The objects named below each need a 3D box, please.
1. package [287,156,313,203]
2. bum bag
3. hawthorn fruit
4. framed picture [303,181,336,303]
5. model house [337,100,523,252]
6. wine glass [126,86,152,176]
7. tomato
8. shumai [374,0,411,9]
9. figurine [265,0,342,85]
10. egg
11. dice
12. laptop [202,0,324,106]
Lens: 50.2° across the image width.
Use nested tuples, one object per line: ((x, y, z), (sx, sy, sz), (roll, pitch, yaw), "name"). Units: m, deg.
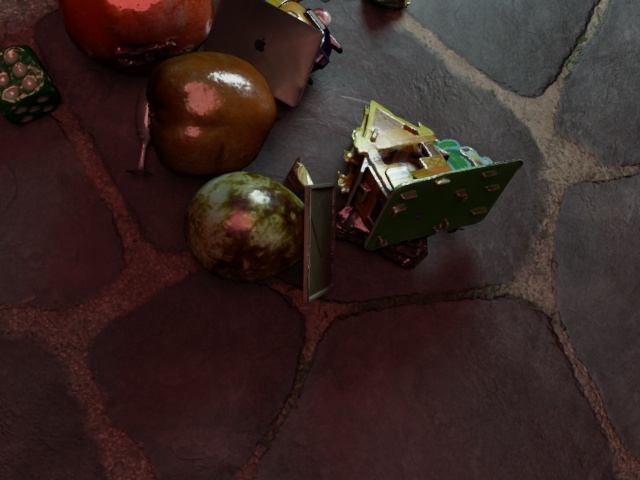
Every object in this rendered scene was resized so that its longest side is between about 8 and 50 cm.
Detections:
((-0.039, -0.121, 1.555), (0.031, 0.108, 0.121), (-25, 87, -18), "package")
((0.135, -0.017, 1.585), (0.248, 0.069, 0.102), (20, 115, -6), "bum bag")
((-0.222, -0.274, 1.474), (0.300, 0.268, 0.268), (-8, 84, -20), "hawthorn fruit")
((0.000, 0.000, 1.488), (0.016, 0.184, 0.250), (3, 98, 18), "framed picture")
((0.218, -0.188, 1.525), (0.357, 0.242, 0.313), (-14, 63, -22), "model house")
((-0.398, -0.247, 1.548), (0.066, 0.066, 0.198), (6, 83, -7), "wine glass")
((-0.396, -0.523, 1.467), (0.325, 0.293, 0.290), (-10, 84, -4), "tomato")
((0.177, -0.609, 1.664), (0.124, 0.087, 0.099), (40, 100, 42), "shumai")
((-0.081, -0.497, 1.577), (0.308, 0.143, 0.308), (10, 118, 20), "figurine")
((-0.149, -0.024, 1.467), (0.289, 0.238, 0.238), (14, 81, -24), "egg")
((-0.657, -0.341, 1.494), (0.131, 0.120, 0.128), (-30, 87, -12), "dice")
((-0.133, -0.439, 1.533), (0.269, 0.015, 0.188), (31, 122, 11), "laptop")
